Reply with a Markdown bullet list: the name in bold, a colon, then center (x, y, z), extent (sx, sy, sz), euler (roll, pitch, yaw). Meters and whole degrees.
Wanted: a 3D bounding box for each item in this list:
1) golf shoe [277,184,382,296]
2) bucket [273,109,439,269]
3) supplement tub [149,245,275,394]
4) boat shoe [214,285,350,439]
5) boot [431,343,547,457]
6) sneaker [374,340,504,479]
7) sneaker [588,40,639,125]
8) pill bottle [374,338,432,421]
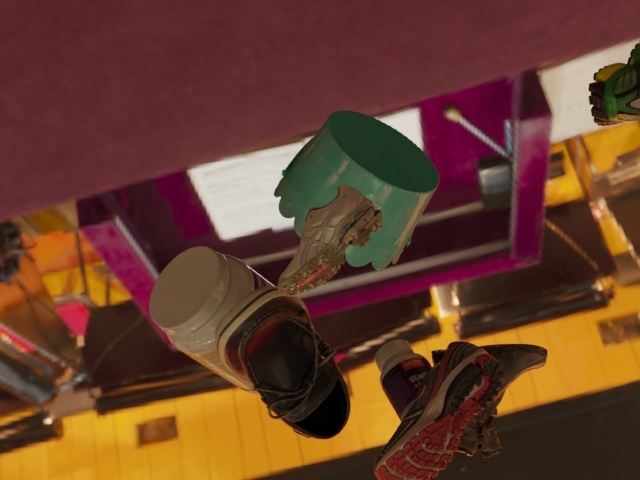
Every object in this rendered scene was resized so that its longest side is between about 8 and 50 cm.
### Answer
- **golf shoe**: center (0.000, 0.000, 1.343), extent (0.176, 0.086, 0.069), euler (-42, 152, 5)
- **bucket**: center (0.075, -0.101, 1.848), extent (0.281, 0.281, 0.183), euler (10, 127, -36)
- **supplement tub**: center (-0.194, 0.176, 2.176), extent (0.235, 0.235, 0.325), euler (-26, 135, 25)
- **boat shoe**: center (-0.051, 0.241, 1.856), extent (0.187, 0.156, 0.500), euler (-42, 147, -11)
- **boot**: center (0.353, 0.330, 2.054), extent (0.338, 0.222, 0.118), euler (0, 172, -38)
- **sneaker**: center (0.204, 0.317, 1.780), extent (0.299, 0.112, 0.121), euler (-49, 126, -3)
- **sneaker**: center (0.633, -0.290, 1.805), extent (0.146, 0.134, 0.343), euler (9, -148, 42)
- **pill bottle**: center (0.181, 0.288, 1.921), extent (0.108, 0.193, 0.108), euler (-17, 137, -16)
